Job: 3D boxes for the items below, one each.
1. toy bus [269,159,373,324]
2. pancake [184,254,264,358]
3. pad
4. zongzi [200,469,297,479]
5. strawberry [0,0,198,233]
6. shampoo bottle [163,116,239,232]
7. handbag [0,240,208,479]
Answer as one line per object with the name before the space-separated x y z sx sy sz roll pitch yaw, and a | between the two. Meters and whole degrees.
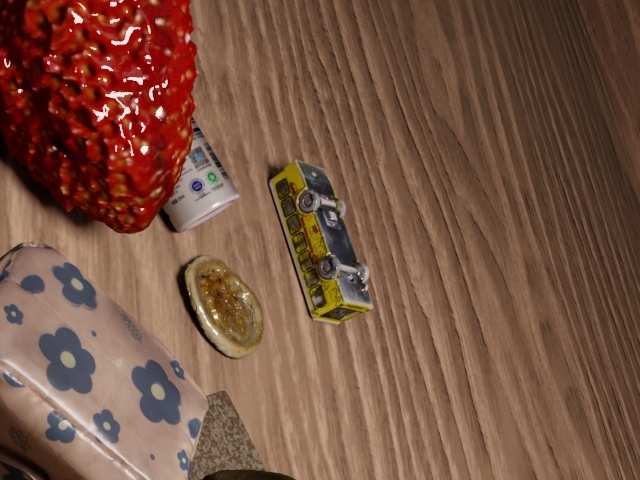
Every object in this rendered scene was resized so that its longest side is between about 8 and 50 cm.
toy bus | 0.000 0.000 1.869 0.081 0.074 0.226 14 51 -53
pancake | -0.116 0.078 1.669 0.139 0.022 0.139 38 34 -33
pad | -0.134 0.254 1.493 0.235 0.003 0.158 -12 73 -59
zongzi | -0.019 0.419 1.409 0.289 0.154 0.317 34 56 -42
strawberry | -0.246 -0.192 1.520 0.343 0.292 0.292 67 25 -20
shampoo bottle | -0.214 -0.159 1.678 0.303 0.092 0.092 58 29 2
handbag | -0.251 0.152 1.222 0.251 0.193 0.190 44 26 -19
